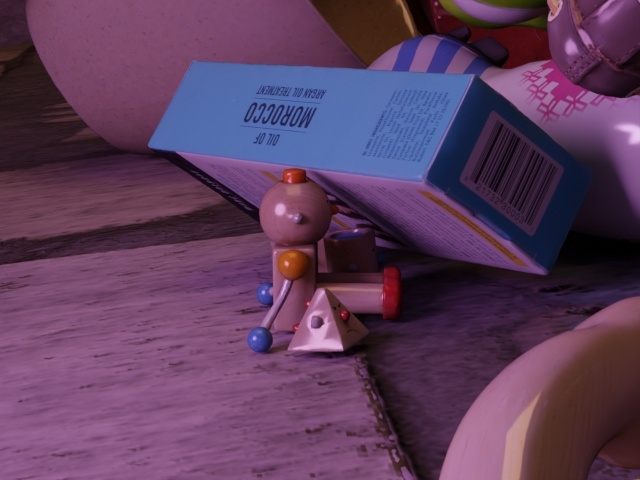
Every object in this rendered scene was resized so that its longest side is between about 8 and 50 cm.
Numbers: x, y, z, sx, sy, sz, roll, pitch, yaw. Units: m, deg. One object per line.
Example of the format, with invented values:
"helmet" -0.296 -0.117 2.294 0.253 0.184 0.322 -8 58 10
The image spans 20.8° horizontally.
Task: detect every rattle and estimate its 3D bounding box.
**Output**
"rattle" 0.032 0.110 0.364 0.143 0.130 0.199 -11 34 36

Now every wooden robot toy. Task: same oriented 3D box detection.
"wooden robot toy" 0.000 0.000 0.870 0.076 0.079 0.173 -6 12 2

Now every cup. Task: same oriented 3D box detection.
"cup" -0.100 -0.202 1.435 0.237 0.331 0.331 -31 5 18

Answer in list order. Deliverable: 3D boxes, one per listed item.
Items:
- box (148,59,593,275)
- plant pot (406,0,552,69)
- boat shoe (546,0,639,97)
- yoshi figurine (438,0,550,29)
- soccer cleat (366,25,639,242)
"box" 0.019 -0.043 0.921 0.100 0.060 0.244 35 -14 -35
"plant pot" 0.193 -0.247 1.564 0.272 0.272 0.265 -6 20 3
"boat shoe" 0.192 -0.163 0.925 0.097 0.116 0.324 -42 6 30
"yoshi figurine" 0.172 -0.199 1.128 0.362 0.203 0.203 18 -9 -28
"soccer cleat" 0.096 -0.042 1.005 0.143 0.116 0.331 -33 21 -13
